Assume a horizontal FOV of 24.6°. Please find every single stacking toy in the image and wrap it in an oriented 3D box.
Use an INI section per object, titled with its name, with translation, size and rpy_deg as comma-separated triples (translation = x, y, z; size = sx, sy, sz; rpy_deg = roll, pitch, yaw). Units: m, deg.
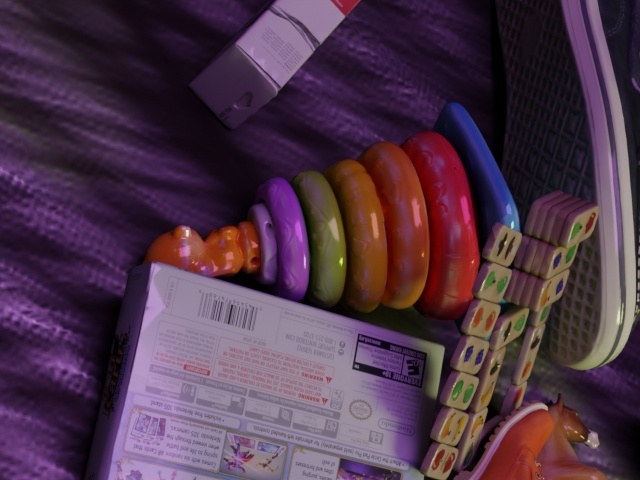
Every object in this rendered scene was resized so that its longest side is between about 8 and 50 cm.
[stacking toy]
translation = 0.000, 0.000, 1.219
size = 0.301, 0.175, 0.166
rpy_deg = -8, 45, -15

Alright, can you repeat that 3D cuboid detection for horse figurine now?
[horse figurine]
translation = 0.203, 0.270, 1.270
size = 0.174, 0.066, 0.263
rpy_deg = 42, 63, 6

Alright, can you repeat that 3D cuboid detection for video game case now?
[video game case]
translation = -0.046, 0.170, 1.149
size = 0.269, 0.061, 0.244
rpy_deg = 18, 73, -25

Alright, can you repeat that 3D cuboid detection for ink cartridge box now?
[ink cartridge box]
translation = -0.040, -0.171, 1.268
size = 0.056, 0.099, 0.135
rpy_deg = 45, 56, -10

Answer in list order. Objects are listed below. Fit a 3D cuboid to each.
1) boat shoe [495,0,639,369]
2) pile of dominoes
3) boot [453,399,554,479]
[boat shoe]
translation = 0.264, -0.118, 1.384
size = 0.156, 0.187, 0.500
rpy_deg = 11, 62, -21
[pile of dominoes]
translation = 0.162, 0.085, 1.200
size = 0.040, 0.251, 0.196
rpy_deg = 23, 22, 24
[boot]
translation = 0.168, 0.205, 1.239
size = 0.084, 0.059, 0.158
rpy_deg = 25, 54, 25
